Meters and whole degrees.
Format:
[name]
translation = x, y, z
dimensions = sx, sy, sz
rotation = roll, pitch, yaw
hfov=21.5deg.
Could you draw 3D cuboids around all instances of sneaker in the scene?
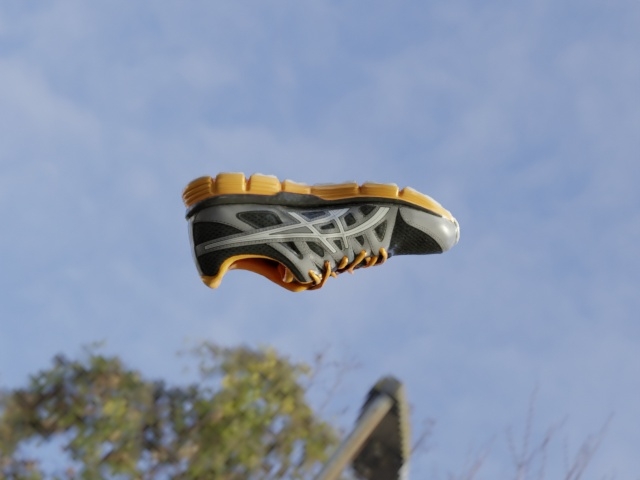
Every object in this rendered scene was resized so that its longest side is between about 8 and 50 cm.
[sneaker]
translation = 0.000, 0.000, 1.285
dimensions = 0.215, 0.083, 0.084
rotation = 3, -17, -8
